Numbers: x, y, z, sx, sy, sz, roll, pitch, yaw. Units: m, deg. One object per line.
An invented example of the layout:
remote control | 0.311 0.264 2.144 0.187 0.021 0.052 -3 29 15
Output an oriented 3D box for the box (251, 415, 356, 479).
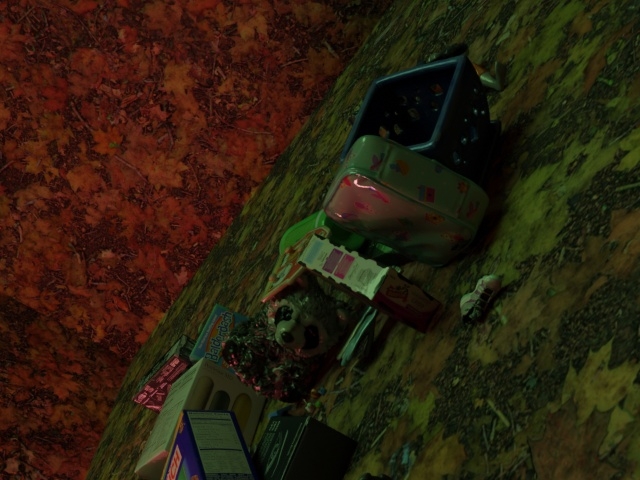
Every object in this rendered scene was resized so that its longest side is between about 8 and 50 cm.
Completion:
box | -0.045 0.415 1.543 0.153 0.108 0.207 -64 16 -20

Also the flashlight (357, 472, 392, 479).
flashlight | 0.013 0.479 1.246 0.304 0.103 0.103 -52 19 21

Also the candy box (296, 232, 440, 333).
candy box | 0.086 0.076 1.541 0.233 0.159 0.071 23 82 50

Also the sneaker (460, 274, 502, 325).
sneaker | 0.256 0.103 1.329 0.098 0.038 0.069 123 167 -45

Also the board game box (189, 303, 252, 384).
board game box | -0.209 0.278 2.150 0.047 0.210 0.160 102 -169 -67

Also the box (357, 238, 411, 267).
box | 0.162 -0.039 1.871 0.232 0.058 0.322 -65 14 -22

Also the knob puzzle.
knob puzzle | -0.049 0.028 1.775 0.213 0.030 0.213 -43 15 15

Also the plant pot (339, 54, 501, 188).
plant pot | 0.211 -0.188 1.626 0.236 0.212 0.236 -6 51 42

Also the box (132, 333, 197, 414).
box | -0.346 0.406 2.289 0.307 0.242 0.077 -46 20 43

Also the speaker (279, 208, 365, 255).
speaker | 0.000 0.000 1.976 0.131 0.131 0.296 -64 15 -20

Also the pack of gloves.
pack of gloves | 0.111 0.160 1.708 0.232 0.046 0.195 -58 0 2

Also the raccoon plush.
raccoon plush | -0.061 0.156 1.911 0.299 0.216 0.446 -52 16 18

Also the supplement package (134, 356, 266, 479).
supplement package | -0.290 0.472 2.052 0.198 0.199 0.263 -42 22 46

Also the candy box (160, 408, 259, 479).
candy box | -0.213 0.511 1.554 0.317 0.122 0.268 -128 52 -62

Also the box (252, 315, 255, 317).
box | -0.194 0.283 2.434 0.186 0.038 0.145 -34 29 60

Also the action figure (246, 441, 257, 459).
action figure | -0.186 0.550 1.780 0.285 0.099 0.185 -45 12 30

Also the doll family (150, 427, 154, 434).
doll family | -0.468 0.559 2.621 0.163 0.118 0.263 -60 15 -5

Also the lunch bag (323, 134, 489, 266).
lunch bag | 0.153 -0.059 1.521 0.108 0.279 0.224 -66 6 -28

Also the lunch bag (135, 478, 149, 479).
lunch bag | -0.418 0.742 1.910 0.256 0.212 0.305 -54 15 16

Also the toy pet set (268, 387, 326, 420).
toy pet set | -0.058 0.366 1.769 0.114 0.065 0.122 -38 25 54

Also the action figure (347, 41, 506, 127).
action figure | 0.248 -0.313 1.926 0.341 0.179 0.330 -33 10 -1
